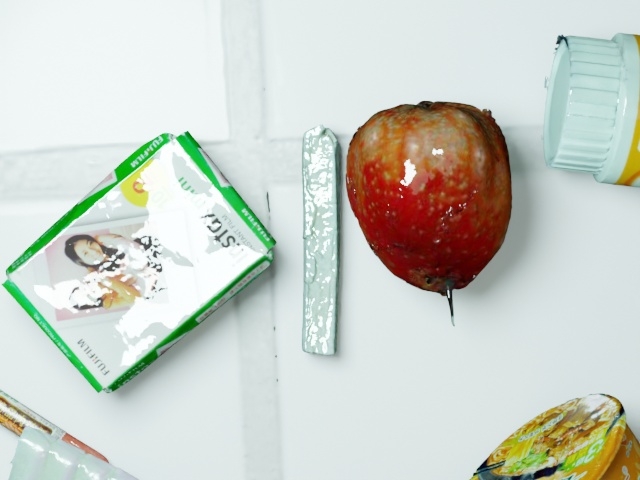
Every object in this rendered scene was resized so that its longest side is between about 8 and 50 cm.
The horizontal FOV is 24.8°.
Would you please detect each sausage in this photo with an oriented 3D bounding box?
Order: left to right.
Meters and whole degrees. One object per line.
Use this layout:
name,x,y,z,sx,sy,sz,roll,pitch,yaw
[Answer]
sausage,-0.325,0.187,1.555,0.253,0.034,0.034,33,90,-2

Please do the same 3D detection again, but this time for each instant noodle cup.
instant noodle cup,0.271,0.298,1.486,0.230,0.230,0.182,-42,100,0

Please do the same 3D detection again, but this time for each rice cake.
rice cake,-0.264,0.320,1.539,0.189,0.037,0.198,25,101,-3
rice cake,0.000,0.000,1.552,0.042,0.045,0.245,0,91,2

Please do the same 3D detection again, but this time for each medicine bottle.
medicine bottle,0.396,-0.125,1.503,0.318,0.158,0.158,6,91,-1

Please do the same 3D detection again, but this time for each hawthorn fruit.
hawthorn fruit,0.112,-0.028,1.489,0.181,0.181,0.235,-3,87,-1

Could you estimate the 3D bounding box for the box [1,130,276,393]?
box,-0.185,0.021,1.520,0.250,0.103,0.180,-41,92,0
